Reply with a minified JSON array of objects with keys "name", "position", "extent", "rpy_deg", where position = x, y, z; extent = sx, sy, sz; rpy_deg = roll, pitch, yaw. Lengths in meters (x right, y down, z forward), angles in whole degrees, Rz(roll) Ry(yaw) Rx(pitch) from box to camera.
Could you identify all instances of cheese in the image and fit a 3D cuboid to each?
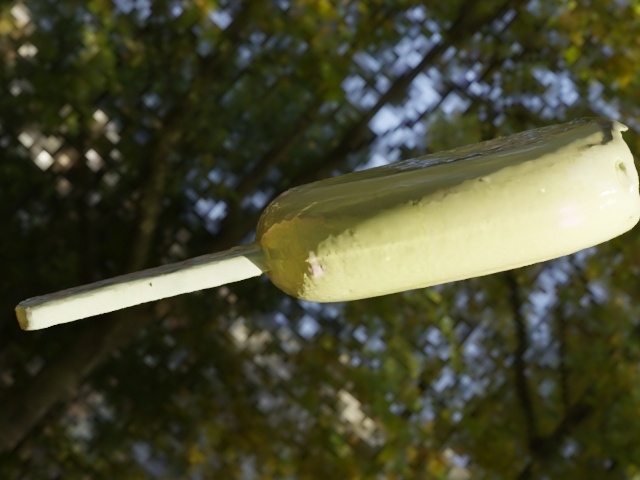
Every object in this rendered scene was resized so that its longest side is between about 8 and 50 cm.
[{"name":"cheese","position":[0.000,0.000,0.566],"extent":[0.097,0.192,0.037],"rpy_deg":[-125,-158,-85]}]
